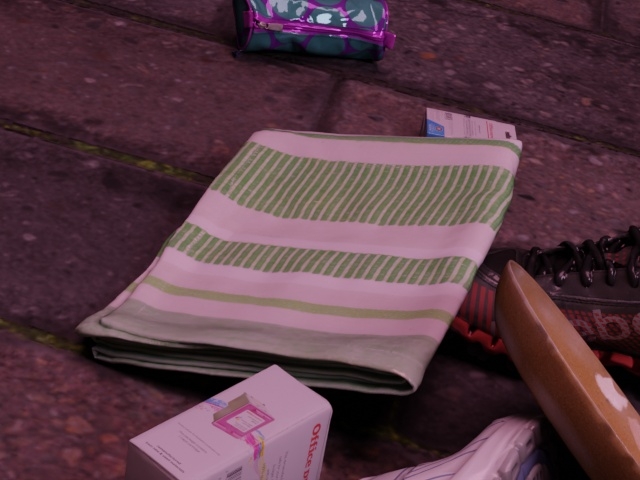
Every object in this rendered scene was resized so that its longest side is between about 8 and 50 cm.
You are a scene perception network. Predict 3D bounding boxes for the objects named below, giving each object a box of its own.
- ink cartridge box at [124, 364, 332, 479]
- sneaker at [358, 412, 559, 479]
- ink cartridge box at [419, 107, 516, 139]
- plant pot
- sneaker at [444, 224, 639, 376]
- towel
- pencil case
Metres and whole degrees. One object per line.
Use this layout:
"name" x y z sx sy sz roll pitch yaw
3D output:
"ink cartridge box" -0.056 0.140 0.864 0.052 0.088 0.122 33 38 31
"sneaker" 0.052 0.169 0.850 0.129 0.111 0.297 6 17 32
"ink cartridge box" 0.133 -0.090 1.320 0.083 0.028 0.048 11 34 -4
"plant pot" 0.177 0.116 0.922 0.236 0.032 0.236 51 9 -12
"sneaker" 0.208 0.036 1.069 0.276 0.135 0.097 13 36 2
"towel" 0.000 0.000 1.071 0.248 0.038 0.325 5 30 21
"pencil case" -0.009 -0.207 1.409 0.152 0.064 0.070 1 20 -17
